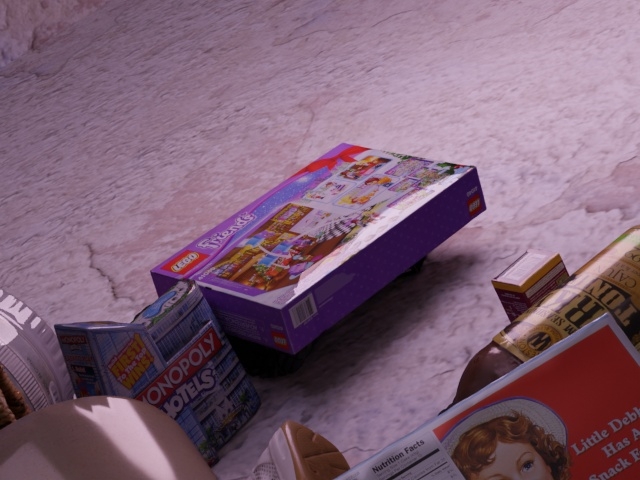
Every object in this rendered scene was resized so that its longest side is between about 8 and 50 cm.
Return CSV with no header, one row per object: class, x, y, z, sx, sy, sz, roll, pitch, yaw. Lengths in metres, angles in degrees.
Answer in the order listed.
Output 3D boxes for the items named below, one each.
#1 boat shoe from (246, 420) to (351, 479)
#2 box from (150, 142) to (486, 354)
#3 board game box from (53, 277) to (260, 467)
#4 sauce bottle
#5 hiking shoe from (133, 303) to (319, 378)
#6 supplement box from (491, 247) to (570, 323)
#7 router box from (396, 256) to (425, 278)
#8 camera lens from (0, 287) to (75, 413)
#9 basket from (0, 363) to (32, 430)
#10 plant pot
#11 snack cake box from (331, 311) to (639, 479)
boat shoe,-0.007,0.259,1.348,0.096,0.098,0.277,-48,26,17
box,0.000,0.000,1.769,0.293,0.057,0.201,-35,32,-33
board game box,-0.156,0.129,1.628,0.060,0.194,0.194,1,36,48
sauce bottle,0.195,0.107,1.420,0.344,0.111,0.111,-38,25,-23
hiking shoe,-0.088,0.091,1.806,0.227,0.086,0.114,3,27,34
supplement box,0.198,0.056,1.553,0.055,0.083,0.043,-37,25,-25
router box,0.033,0.005,1.884,0.179,0.046,0.133,-14,25,25
camera lens,-0.395,0.193,1.711,0.219,0.219,0.274,-9,28,34
basket,-0.280,0.191,1.490,0.213,0.299,0.223,-2,33,44
plant pot,-0.125,0.287,1.241,0.256,0.256,0.274,-34,40,-18
snack cake box,0.138,0.189,1.234,0.264,0.089,0.152,-30,62,-8
